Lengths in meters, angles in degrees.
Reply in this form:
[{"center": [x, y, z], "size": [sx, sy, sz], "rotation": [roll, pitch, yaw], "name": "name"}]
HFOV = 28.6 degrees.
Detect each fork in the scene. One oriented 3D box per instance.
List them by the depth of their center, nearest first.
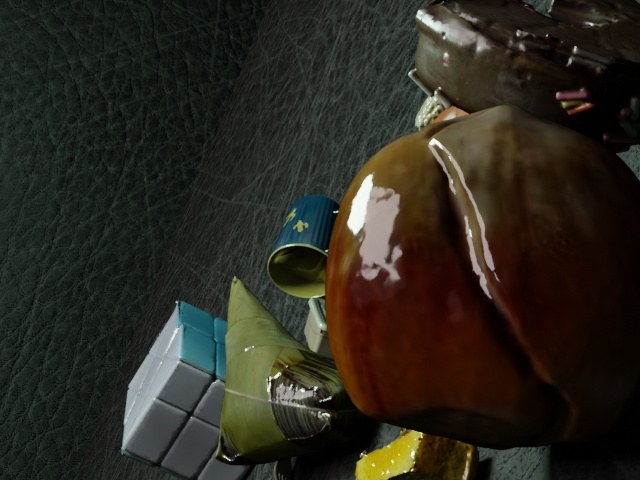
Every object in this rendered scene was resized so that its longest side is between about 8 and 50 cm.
[{"center": [-0.047, 0.321, 2.057], "size": [0.028, 0.034, 0.219], "rotation": [-37, 30, 39], "name": "fork"}]

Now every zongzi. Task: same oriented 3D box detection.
[{"center": [-0.050, 0.172, 1.927], "size": [0.289, 0.154, 0.317], "rotation": [-24, 68, 46], "name": "zongzi"}]

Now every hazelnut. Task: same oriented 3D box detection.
[{"center": [0.175, 0.046, 1.281], "size": [0.372, 0.372, 0.315], "rotation": [-58, -1, 17], "name": "hazelnut"}]

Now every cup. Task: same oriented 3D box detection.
[{"center": [0.000, 0.000, 2.261], "size": [0.176, 0.131, 0.155], "rotation": [-18, 36, 25], "name": "cup"}]

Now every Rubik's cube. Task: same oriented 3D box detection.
[{"center": [-0.211, 0.284, 2.262], "size": [0.221, 0.225, 0.231], "rotation": [-57, 18, 20], "name": "Rubik's cube"}]

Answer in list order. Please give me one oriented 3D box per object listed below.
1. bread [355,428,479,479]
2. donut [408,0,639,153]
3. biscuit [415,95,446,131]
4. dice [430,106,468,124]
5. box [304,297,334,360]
[{"center": [0.111, 0.288, 1.525], "size": [0.187, 0.103, 0.065], "rotation": [-36, 34, 48], "name": "bread"}, {"center": [0.290, -0.192, 1.406], "size": [0.259, 0.345, 0.136], "rotation": [34, 124, 32], "name": "donut"}, {"center": [0.246, -0.248, 1.891], "size": [0.239, 0.108, 0.062], "rotation": [-58, 12, 20], "name": "biscuit"}, {"center": [0.218, -0.083, 1.627], "size": [0.175, 0.174, 0.179], "rotation": [-24, 44, 66], "name": "dice"}, {"center": [0.021, 0.148, 2.023], "size": [0.122, 0.089, 0.062], "rotation": [-114, 41, -69], "name": "box"}]
